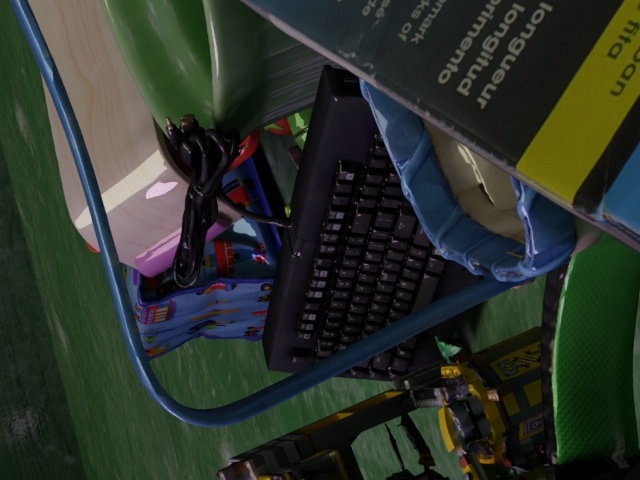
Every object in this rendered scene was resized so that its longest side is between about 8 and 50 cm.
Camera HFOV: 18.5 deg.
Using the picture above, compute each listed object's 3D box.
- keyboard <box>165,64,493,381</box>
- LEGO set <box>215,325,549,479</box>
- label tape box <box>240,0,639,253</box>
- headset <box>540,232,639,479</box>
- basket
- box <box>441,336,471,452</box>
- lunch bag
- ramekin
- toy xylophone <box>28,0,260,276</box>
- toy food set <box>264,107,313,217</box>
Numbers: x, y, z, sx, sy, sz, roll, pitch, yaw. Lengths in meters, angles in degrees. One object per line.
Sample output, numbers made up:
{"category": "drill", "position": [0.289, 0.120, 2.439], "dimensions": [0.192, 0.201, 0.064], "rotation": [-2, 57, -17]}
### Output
{"category": "keyboard", "position": [0.000, 0.000, 1.180], "dimensions": [0.317, 0.202, 0.033], "rotation": [104, 176, -57]}
{"category": "LEGO set", "position": [0.071, 0.216, 1.163], "dimensions": [0.255, 0.192, 0.331], "rotation": [8, 119, 69]}
{"category": "label tape box", "position": [0.117, -0.116, 0.522], "dimensions": [0.106, 0.240, 0.334], "rotation": [31, -175, -32]}
{"category": "headset", "position": [0.198, 0.156, 0.873], "dimensions": [0.243, 0.185, 0.394], "rotation": [120, 144, -69]}
{"category": "basket", "position": [0.029, -0.084, 0.791], "dimensions": [0.201, 0.289, 0.254], "rotation": [-176, 68, -75]}
{"category": "box", "position": [0.101, 0.116, 1.312], "dimensions": [0.067, 0.018, 0.083], "rotation": [-130, 26, -54]}
{"category": "lunch bag", "position": [-0.129, -0.064, 1.741], "dimensions": [0.221, 0.138, 0.293], "rotation": [114, 144, -73]}
{"category": "ramekin", "position": [-0.052, -0.214, 1.197], "dimensions": [0.303, 0.148, 0.303], "rotation": [161, 90, -75]}
{"category": "toy xylophone", "position": [-0.136, -0.142, 1.568], "dimensions": [0.236, 0.081, 0.322], "rotation": [-24, 65, 39]}
{"category": "toy food set", "position": [-0.023, -0.094, 1.392], "dimensions": [0.128, 0.071, 0.218], "rotation": [152, 99, -75]}
